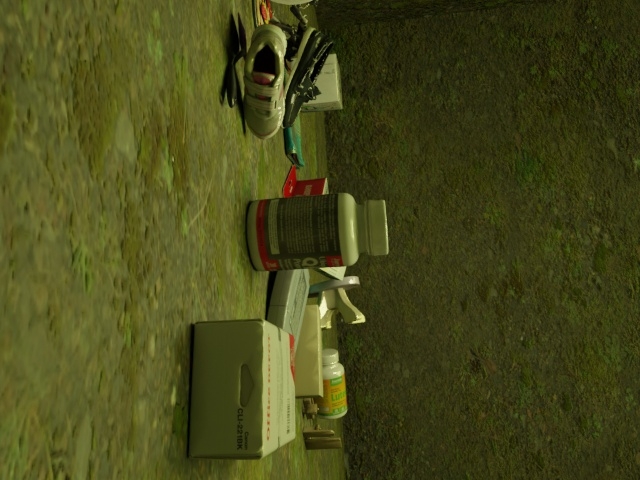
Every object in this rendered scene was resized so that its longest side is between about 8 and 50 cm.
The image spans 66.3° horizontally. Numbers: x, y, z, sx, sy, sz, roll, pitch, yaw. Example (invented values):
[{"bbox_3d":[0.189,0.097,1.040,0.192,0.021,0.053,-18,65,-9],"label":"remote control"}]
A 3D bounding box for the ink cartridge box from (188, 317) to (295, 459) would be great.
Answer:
[{"bbox_3d":[-0.119,0.247,0.829,0.273,0.114,0.197,70,18,-72],"label":"ink cartridge box"}]

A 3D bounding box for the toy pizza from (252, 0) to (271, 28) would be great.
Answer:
[{"bbox_3d":[-0.164,-0.646,1.462,0.201,0.032,0.202,-5,90,-84],"label":"toy pizza"}]

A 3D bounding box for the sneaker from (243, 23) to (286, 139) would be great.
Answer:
[{"bbox_3d":[-0.132,-0.349,1.104,0.111,0.102,0.253,-87,180,-64],"label":"sneaker"}]

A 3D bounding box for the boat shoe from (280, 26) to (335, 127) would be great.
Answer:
[{"bbox_3d":[-0.041,-0.532,1.650,0.127,0.112,0.341,-10,121,-81],"label":"boat shoe"}]

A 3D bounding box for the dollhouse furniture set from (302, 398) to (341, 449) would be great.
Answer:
[{"bbox_3d":[0.007,0.627,1.728,0.151,0.123,0.144,-87,170,-53],"label":"dollhouse furniture set"}]

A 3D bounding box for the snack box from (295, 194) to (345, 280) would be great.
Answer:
[{"bbox_3d":[0.000,0.000,1.603,0.322,0.060,0.187,33,70,-53],"label":"snack box"}]

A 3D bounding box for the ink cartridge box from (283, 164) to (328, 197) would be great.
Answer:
[{"bbox_3d":[-0.040,-0.116,1.799,0.309,0.129,0.272,-81,165,-64],"label":"ink cartridge box"}]

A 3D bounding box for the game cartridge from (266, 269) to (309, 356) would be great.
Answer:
[{"bbox_3d":[-0.085,0.165,1.366,0.297,0.062,0.198,-78,161,-44],"label":"game cartridge"}]

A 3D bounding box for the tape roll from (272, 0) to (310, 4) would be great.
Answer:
[{"bbox_3d":[-0.075,-0.732,1.180,0.286,0.285,0.100,78,10,-50],"label":"tape roll"}]

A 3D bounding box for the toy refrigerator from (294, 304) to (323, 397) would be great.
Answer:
[{"bbox_3d":[-0.049,0.343,1.509,0.094,0.102,0.270,72,14,-66],"label":"toy refrigerator"}]

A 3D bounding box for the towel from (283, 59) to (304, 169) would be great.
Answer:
[{"bbox_3d":[-0.107,-0.480,1.869,0.271,0.040,0.371,35,50,-83],"label":"towel"}]

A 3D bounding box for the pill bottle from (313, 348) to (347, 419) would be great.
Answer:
[{"bbox_3d":[0.029,0.560,1.928,0.136,0.136,0.246,-46,131,-82],"label":"pill bottle"}]

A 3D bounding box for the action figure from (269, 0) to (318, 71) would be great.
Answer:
[{"bbox_3d":[-0.103,-0.722,1.646,0.164,0.140,0.276,-107,-143,-79],"label":"action figure"}]

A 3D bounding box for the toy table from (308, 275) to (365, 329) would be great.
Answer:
[{"bbox_3d":[0.049,0.239,1.820,0.274,0.251,0.161,144,-61,-61],"label":"toy table"}]

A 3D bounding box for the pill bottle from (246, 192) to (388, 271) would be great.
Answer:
[{"bbox_3d":[-0.002,-0.022,1.167,0.176,0.318,0.177,-4,90,-83],"label":"pill bottle"}]

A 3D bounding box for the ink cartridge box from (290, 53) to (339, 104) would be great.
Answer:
[{"bbox_3d":[-0.011,-0.692,2.181,0.270,0.197,0.198,-49,135,-81],"label":"ink cartridge box"}]

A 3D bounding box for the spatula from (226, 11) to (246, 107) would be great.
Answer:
[{"bbox_3d":[-0.183,-0.389,1.076,0.084,0.030,0.297,98,-5,-53],"label":"spatula"}]
